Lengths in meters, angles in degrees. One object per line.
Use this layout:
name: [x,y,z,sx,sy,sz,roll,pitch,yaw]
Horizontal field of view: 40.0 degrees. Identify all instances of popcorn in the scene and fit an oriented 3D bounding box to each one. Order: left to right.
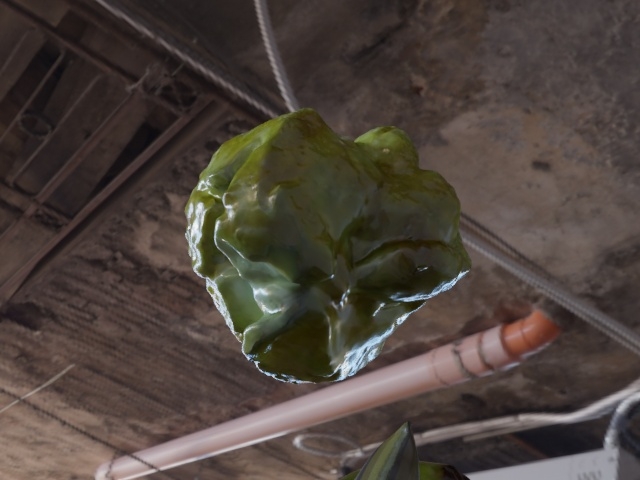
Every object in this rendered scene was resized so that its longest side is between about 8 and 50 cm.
popcorn: [0.002,-0.005,0.855,0.276,0.276,0.225,12,-151,-32]

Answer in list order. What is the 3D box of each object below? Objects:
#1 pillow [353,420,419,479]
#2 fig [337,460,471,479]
pillow: [0.005,0.166,0.346,0.038,0.203,0.113,16,-132,10]
fig: [0.077,0.288,0.759,0.203,0.225,0.203,25,-153,-14]
